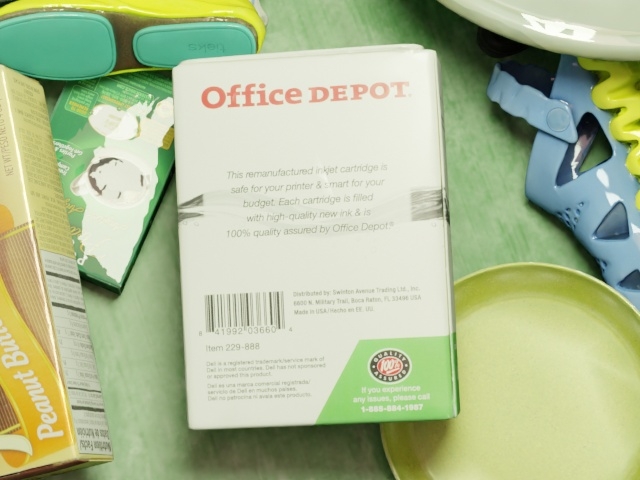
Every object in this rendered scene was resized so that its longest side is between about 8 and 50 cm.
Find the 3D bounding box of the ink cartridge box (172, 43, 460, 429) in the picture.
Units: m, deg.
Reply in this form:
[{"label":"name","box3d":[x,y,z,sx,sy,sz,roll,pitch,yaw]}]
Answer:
[{"label":"ink cartridge box","box3d":[0.000,0.000,1.520,0.211,0.121,0.289,-2,88,7]}]

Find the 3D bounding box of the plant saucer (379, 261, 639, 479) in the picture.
[{"label":"plant saucer","box3d":[0.169,0.138,1.568,0.241,0.037,0.241,-3,77,12]}]

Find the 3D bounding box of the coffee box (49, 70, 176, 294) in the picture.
[{"label":"coffee box","box3d":[-0.182,-0.059,1.593,0.113,0.040,0.184,21,77,-1]}]

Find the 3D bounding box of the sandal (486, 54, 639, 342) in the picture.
[{"label":"sandal","box3d":[0.234,-0.055,1.614,0.138,0.126,0.317,-17,87,26]}]

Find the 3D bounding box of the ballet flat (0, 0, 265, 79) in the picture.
[{"label":"ballet flat","box3d":[-0.161,-0.175,1.560,0.231,0.077,0.077,-1,44,-5]}]

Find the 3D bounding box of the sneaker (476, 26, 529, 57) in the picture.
[{"label":"sneaker","box3d":[0.211,-0.222,1.645,0.170,0.089,0.051,-33,84,-12]}]

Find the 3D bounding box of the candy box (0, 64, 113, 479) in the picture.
[{"label":"candy box","box3d":[-0.287,0.040,1.511,0.183,0.087,0.316,-15,80,13]}]

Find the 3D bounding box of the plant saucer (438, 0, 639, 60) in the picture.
[{"label":"plant saucer","box3d":[0.234,-0.322,1.580,0.400,0.100,0.400,3,51,-4]}]

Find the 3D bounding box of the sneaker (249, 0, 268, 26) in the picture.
[{"label":"sneaker","box3d":[-0.071,-0.265,1.622,0.083,0.071,0.190,-3,107,-19]}]
